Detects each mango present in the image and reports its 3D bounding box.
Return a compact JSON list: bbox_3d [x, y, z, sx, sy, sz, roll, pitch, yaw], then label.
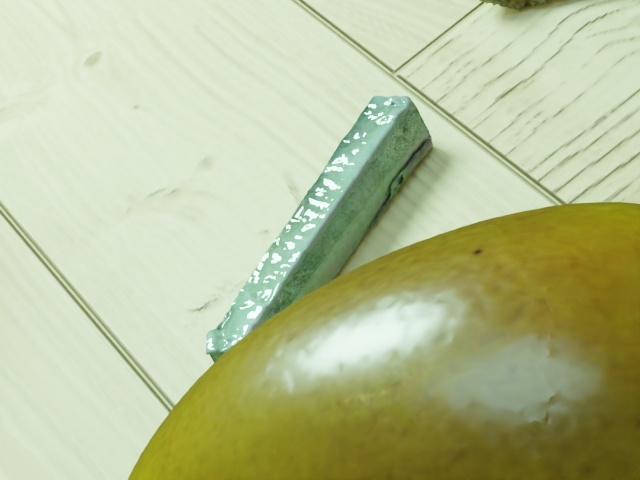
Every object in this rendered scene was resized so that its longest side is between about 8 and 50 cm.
[{"bbox_3d":[0.062,0.125,0.848,0.378,0.264,0.221,-28,44,26],"label":"mango"}]

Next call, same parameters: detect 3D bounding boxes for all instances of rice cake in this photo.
[{"bbox_3d":[0.000,0.000,1.131,0.034,0.043,0.211,12,58,40],"label":"rice cake"}]

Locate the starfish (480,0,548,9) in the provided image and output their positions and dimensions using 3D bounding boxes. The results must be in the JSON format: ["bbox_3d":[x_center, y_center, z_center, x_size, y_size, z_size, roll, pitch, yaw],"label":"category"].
[{"bbox_3d":[0.228,-0.232,1.178,0.312,0.113,0.303,-14,46,12],"label":"starfish"}]
